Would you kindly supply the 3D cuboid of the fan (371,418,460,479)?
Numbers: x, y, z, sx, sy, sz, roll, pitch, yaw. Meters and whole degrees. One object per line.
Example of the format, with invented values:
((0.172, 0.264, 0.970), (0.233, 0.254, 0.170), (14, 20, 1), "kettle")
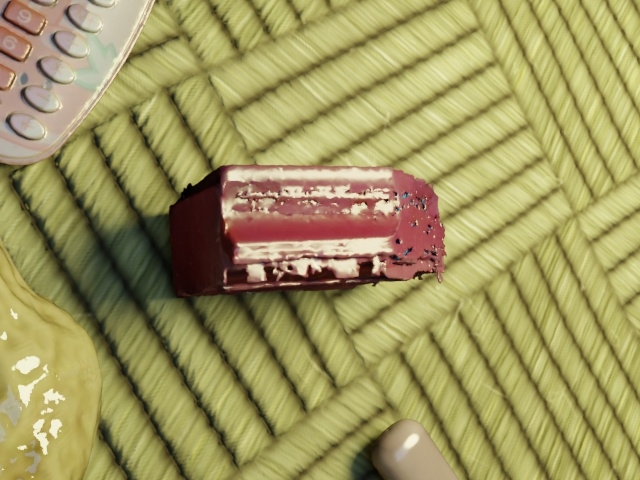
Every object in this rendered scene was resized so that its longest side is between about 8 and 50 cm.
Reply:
((0.131, 0.283, 0.834), (0.130, 0.074, 0.244), (-38, 100, -25), "fan")

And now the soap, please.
((0.000, 0.000, 0.764), (0.250, 0.162, 0.099), (-1, 77, -29), "soap")

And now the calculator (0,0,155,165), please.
((-0.260, -0.220, 0.726), (0.220, 0.048, 0.329), (30, 73, -21), "calculator")

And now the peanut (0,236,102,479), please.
((-0.253, 0.089, 0.636), (0.291, 0.143, 0.159), (64, 29, 0), "peanut")
